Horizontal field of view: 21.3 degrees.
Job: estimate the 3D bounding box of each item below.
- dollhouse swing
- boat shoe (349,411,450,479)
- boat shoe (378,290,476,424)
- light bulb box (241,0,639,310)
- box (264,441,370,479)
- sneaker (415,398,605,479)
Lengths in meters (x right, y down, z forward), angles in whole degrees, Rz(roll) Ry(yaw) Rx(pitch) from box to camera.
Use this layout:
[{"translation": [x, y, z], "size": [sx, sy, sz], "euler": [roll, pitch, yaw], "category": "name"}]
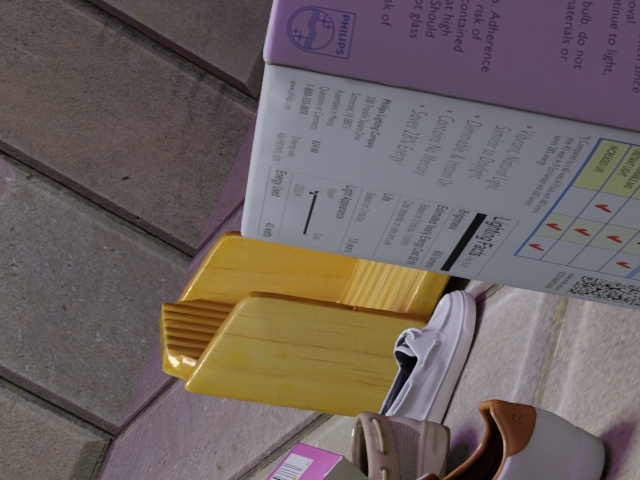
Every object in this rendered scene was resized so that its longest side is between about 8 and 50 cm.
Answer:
[{"translation": [0.000, 0.000, 1.915], "size": [0.347, 0.315, 0.305], "euler": [-115, 36, -76], "category": "dollhouse swing"}, {"translation": [0.049, 0.256, 1.468], "size": [0.302, 0.098, 0.109], "euler": [-75, 2, -56], "category": "boat shoe"}, {"translation": [0.102, 0.121, 1.700], "size": [0.066, 0.063, 0.184], "euler": [-36, 28, 63], "category": "boat shoe"}, {"translation": [0.146, -0.116, 1.107], "size": [0.358, 0.361, 0.225], "euler": [109, 171, -74], "category": "light bulb box"}, {"translation": [0.012, 0.296, 1.136], "size": [0.213, 0.243, 0.117], "euler": [-47, 9, -12], "category": "box"}, {"translation": [0.096, 0.253, 1.298], "size": [0.290, 0.123, 0.106], "euler": [-62, 14, -2], "category": "sneaker"}]
